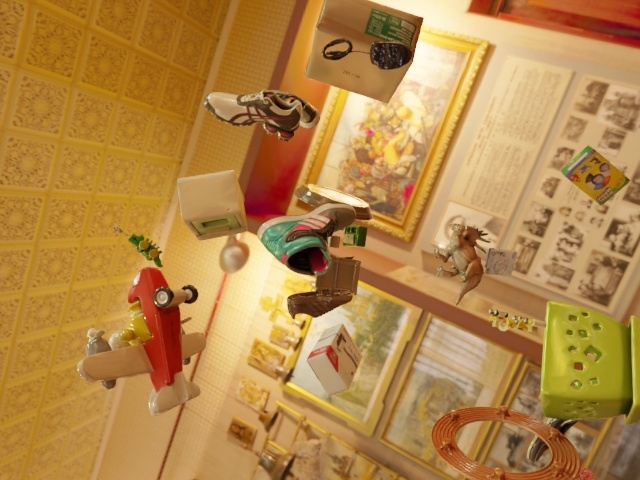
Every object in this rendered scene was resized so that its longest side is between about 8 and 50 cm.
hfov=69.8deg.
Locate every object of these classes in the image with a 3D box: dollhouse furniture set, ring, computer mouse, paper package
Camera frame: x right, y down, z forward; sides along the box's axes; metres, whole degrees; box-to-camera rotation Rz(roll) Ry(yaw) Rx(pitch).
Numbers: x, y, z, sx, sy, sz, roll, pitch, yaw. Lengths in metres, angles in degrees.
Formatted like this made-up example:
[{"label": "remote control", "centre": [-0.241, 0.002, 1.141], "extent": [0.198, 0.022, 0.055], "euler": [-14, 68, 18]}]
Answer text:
[{"label": "dollhouse furniture set", "centre": [0.062, 0.072, 1.921], "extent": [0.151, 0.197, 0.302], "euler": [-172, 90, -69]}, {"label": "ring", "centre": [0.441, 0.486, 1.114], "extent": [0.336, 0.336, 0.032], "euler": [-21, -68, -63]}, {"label": "computer mouse", "centre": [0.123, -0.502, 1.230], "extent": [0.041, 0.242, 0.071], "euler": [-62, -21, -61]}, {"label": "paper package", "centre": [0.132, -0.635, 1.529], "extent": [0.309, 0.324, 0.168], "euler": [132, 154, -78]}]

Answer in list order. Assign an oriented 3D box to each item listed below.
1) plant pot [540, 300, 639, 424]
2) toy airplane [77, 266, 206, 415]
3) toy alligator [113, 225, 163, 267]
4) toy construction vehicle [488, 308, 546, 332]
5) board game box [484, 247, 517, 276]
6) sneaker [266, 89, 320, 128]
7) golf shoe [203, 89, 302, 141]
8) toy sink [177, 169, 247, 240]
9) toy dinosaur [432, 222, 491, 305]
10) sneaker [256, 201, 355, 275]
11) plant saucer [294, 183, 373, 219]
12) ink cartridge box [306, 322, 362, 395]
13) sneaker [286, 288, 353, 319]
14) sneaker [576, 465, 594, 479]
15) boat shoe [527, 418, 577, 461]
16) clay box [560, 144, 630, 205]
[{"label": "plant pot", "centre": [0.628, 0.290, 1.054], "extent": [0.227, 0.207, 0.228], "euler": [51, -132, -49]}, {"label": "toy airplane", "centre": [-0.503, 0.325, 1.359], "extent": [0.384, 0.272, 0.386], "euler": [-76, -28, -46]}, {"label": "toy alligator", "centre": [-0.554, 0.007, 1.433], "extent": [0.056, 0.190, 0.051], "euler": [-23, 26, 53]}, {"label": "toy construction vehicle", "centre": [0.358, 0.155, 0.844], "extent": [0.098, 0.085, 0.035], "euler": [146, 139, -84]}, {"label": "board game box", "centre": [0.597, 0.072, 1.525], "extent": [0.020, 0.090, 0.090], "euler": [-90, 7, -70]}, {"label": "sneaker", "centre": [-0.123, -0.511, 1.707], "extent": [0.100, 0.271, 0.108], "euler": [-60, -27, -5]}, {"label": "golf shoe", "centre": [-0.184, -0.378, 1.283], "extent": [0.120, 0.272, 0.105], "euler": [120, 157, -48]}, {"label": "toy sink", "centre": [-0.293, -0.085, 1.294], "extent": [0.234, 0.152, 0.131], "euler": [103, 157, -75]}, {"label": "toy dinosaur", "centre": [0.485, 0.060, 1.519], "extent": [0.200, 0.127, 0.296], "euler": [5, -109, -37]}, {"label": "sneaker", "centre": [0.000, 0.000, 1.224], "extent": [0.295, 0.178, 0.124], "euler": [-17, -38, -25]}, {"label": "plant saucer", "centre": [0.049, -0.134, 1.541], "extent": [0.278, 0.277, 0.041], "euler": [-17, -52, -64]}, {"label": "ink cartridge box", "centre": [0.035, 0.263, 1.029], "extent": [0.056, 0.099, 0.135], "euler": [-28, 8, 25]}, {"label": "sneaker", "centre": [0.000, 0.182, 1.307], "extent": [0.066, 0.188, 0.071], "euler": [-82, -13, -73]}, {"label": "sneaker", "centre": [0.809, 0.862, 1.542], "extent": [0.299, 0.120, 0.112], "euler": [-25, -72, -28]}, {"label": "boat shoe", "centre": [0.639, 0.536, 1.258], "extent": [0.075, 0.065, 0.206], "euler": [8, -68, -46]}, {"label": "clay box", "centre": [0.991, -0.223, 1.642], "extent": [0.127, 0.222, 0.053], "euler": [-51, 12, 27]}]
